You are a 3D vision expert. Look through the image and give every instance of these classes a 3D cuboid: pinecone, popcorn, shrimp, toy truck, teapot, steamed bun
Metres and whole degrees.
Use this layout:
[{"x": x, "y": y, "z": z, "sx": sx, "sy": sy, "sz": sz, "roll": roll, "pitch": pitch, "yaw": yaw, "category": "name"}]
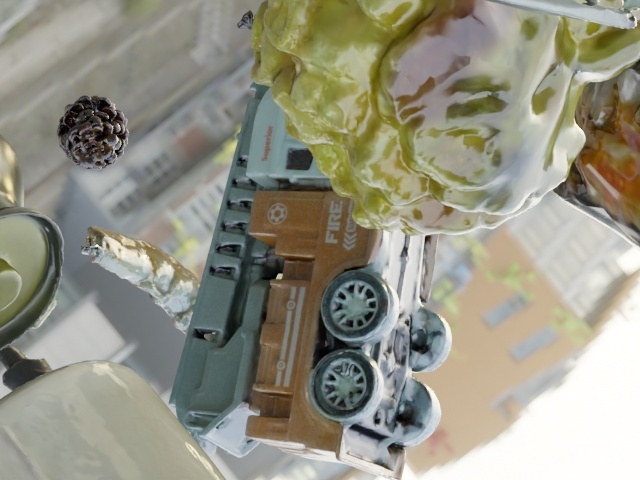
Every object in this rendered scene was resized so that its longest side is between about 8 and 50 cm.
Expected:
[{"x": -0.232, "y": -0.107, "z": 1.807, "sx": 0.077, "sy": 0.077, "sz": 0.083, "roll": -39, "pitch": -146, "yaw": -2, "category": "pinecone"}, {"x": 0.069, "y": -0.106, "z": 0.992, "sx": 0.189, "sy": 0.218, "sz": 0.169, "roll": -42, "pitch": -135, "yaw": -11, "category": "popcorn"}, {"x": -0.146, "y": 0.074, "z": 1.916, "sx": 0.068, "sy": 0.287, "sz": 0.185, "roll": -39, "pitch": -165, "yaw": 6, "category": "shrimp"}, {"x": 0.000, "y": 0.000, "z": 1.323, "sx": 0.184, "sy": 0.338, "sz": 0.133, "roll": 3, "pitch": 167, "yaw": 25, "category": "toy truck"}, {"x": -0.205, "y": 0.004, "z": 0.997, "sx": 0.130, "sy": 0.119, "sz": 0.166, "roll": -51, "pitch": 147, "yaw": -2, "category": "teapot"}, {"x": -0.139, "y": 0.181, "z": 0.944, "sx": 0.164, "sy": 0.146, "sz": 0.241, "roll": -11, "pitch": 145, "yaw": -51, "category": "steamed bun"}]

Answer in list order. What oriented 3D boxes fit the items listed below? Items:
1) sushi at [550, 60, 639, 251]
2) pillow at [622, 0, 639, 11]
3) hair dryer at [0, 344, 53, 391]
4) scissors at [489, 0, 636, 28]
[{"x": 0.393, "y": -0.054, "z": 1.463, "sx": 0.417, "sy": 0.417, "sz": 0.176, "roll": -47, "pitch": 154, "yaw": -65, "category": "sushi"}, {"x": 0.217, "y": -0.274, "z": 1.509, "sx": 0.310, "sy": 0.138, "sz": 0.283, "roll": -10, "pitch": -145, "yaw": 3, "category": "pillow"}, {"x": -0.230, "y": 0.183, "z": 1.458, "sx": 0.235, "sy": 0.271, "sz": 0.091, "roll": -41, "pitch": 154, "yaw": 10, "category": "hair dryer"}, {"x": 0.013, "y": -0.132, "z": 0.827, "sx": 0.109, "sy": 0.300, "sz": 0.022, "roll": -154, "pitch": -108, "yaw": -75, "category": "scissors"}]
